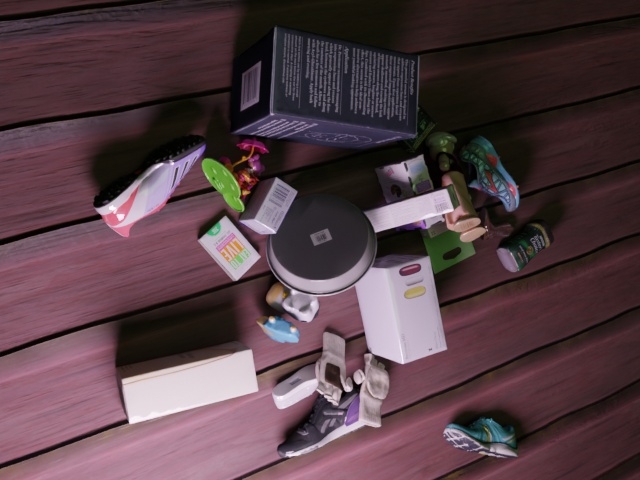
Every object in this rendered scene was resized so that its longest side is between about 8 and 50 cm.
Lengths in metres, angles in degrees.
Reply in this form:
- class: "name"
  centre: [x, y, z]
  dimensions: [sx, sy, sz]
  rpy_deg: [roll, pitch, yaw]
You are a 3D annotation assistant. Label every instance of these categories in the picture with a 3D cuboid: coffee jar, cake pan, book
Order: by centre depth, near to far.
- class: "cake pan"
  centre: [0.000, 0.000, 1.656]
  dimensions: [0.294, 0.054, 0.293]
  rpy_deg: [-2, 63, 4]
- class: "book"
  centre: [-0.237, 0.021, 1.667]
  dimensions: [0.096, 0.035, 0.144]
  rpy_deg: [-46, 105, -21]
- class: "coffee jar"
  centre: [0.650, 0.013, 2.014]
  dimensions: [0.184, 0.079, 0.096]
  rpy_deg: [-36, 103, -20]

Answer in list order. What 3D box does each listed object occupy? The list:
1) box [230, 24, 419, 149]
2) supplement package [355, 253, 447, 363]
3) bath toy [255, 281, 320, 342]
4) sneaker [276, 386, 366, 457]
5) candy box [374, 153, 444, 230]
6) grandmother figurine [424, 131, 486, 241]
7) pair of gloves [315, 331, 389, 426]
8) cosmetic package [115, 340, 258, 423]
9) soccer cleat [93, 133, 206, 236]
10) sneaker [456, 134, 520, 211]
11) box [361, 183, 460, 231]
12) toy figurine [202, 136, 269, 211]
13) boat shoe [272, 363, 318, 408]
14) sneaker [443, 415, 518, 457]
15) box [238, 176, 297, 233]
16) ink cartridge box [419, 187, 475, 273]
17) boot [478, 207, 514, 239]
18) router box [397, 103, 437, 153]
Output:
- class: "box"
  centre: [0.007, -0.367, 1.619]
  dimensions: [0.396, 0.294, 0.211]
  rpy_deg: [4, 88, -27]
- class: "supplement package"
  centre: [0.213, 0.181, 1.760]
  dimensions: [0.145, 0.204, 0.261]
  rpy_deg: [-14, 96, -22]
- class: "bath toy"
  centre: [-0.029, 0.110, 1.704]
  dimensions: [0.151, 0.129, 0.348]
  rpy_deg: [29, 70, 18]
- class: "sneaker"
  centre: [-0.004, 0.488, 1.738]
  dimensions: [0.283, 0.107, 0.124]
  rpy_deg: [-19, 83, -26]
- class: "candy box"
  centre: [0.249, -0.131, 1.798]
  dimensions: [0.070, 0.165, 0.196]
  rpy_deg: [-23, 99, -23]
- class: "grandmother figurine"
  centre: [0.371, -0.175, 1.813]
  dimensions: [0.104, 0.208, 0.342]
  rpy_deg: [-18, 58, 10]
- class: "pair of gloves"
  centre: [0.093, 0.377, 1.747]
  dimensions: [0.240, 0.042, 0.204]
  rpy_deg: [33, 46, -20]
- class: "cosmetic package"
  centre: [-0.327, 0.339, 1.557]
  dimensions: [0.310, 0.160, 0.113]
  rpy_deg: [-11, 93, -24]
- class: "soccer cleat"
  centre: [-0.400, -0.142, 1.571]
  dimensions: [0.318, 0.109, 0.116]
  rpy_deg: [-42, 127, -21]
- class: "sneaker"
  centre: [0.508, -0.187, 1.961]
  dimensions: [0.125, 0.104, 0.261]
  rpy_deg: [-34, 99, -2]
- class: "box"
  centre: [0.210, -0.075, 1.712]
  dimensions: [0.063, 0.324, 0.067]
  rpy_deg: [-31, 102, -57]
- class: "toy figurine"
  centre: [-0.195, -0.187, 1.652]
  dimensions: [0.159, 0.130, 0.173]
  rpy_deg: [-45, 128, -26]
- class: "boat shoe"
  centre: [-0.045, 0.397, 1.731]
  dimensions: [0.184, 0.066, 0.063]
  rpy_deg: [-28, 128, -31]
- class: "sneaker"
  centre: [0.487, 0.591, 1.947]
  dimensions: [0.275, 0.107, 0.109]
  rpy_deg: [20, 63, -26]
- class: "box"
  centre: [-0.137, -0.087, 1.650]
  dimensions: [0.072, 0.137, 0.126]
  rpy_deg: [32, 78, -21]
- class: "ink cartridge box"
  centre: [0.381, -0.039, 1.916]
  dimensions: [0.171, 0.056, 0.235]
  rpy_deg: [-24, 97, -22]
- class: "boot"
  centre: [0.552, -0.056, 1.995]
  dimensions: [0.114, 0.037, 0.106]
  rpy_deg: [-7, 106, -20]
- class: "router box"
  centre: [0.272, -0.331, 1.878]
  dimensions: [0.092, 0.038, 0.122]
  rpy_deg: [44, 75, -16]
